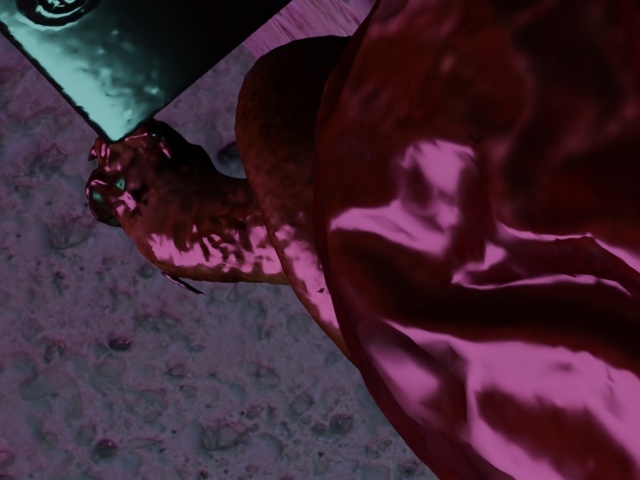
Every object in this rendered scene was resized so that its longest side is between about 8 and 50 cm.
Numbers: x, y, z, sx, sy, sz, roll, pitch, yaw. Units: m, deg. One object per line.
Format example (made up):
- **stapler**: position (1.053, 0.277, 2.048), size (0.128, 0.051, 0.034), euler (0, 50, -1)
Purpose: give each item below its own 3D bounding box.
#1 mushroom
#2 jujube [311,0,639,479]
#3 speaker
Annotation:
- **mushroom**: position (0.005, -0.008, 1.199), size (0.331, 0.356, 0.334), euler (90, 162, -71)
- **jujube**: position (0.138, 0.015, 0.396), size (0.342, 0.216, 0.216), euler (28, 162, 48)
- **speaker**: position (-0.144, -0.246, 1.117), size (0.184, 0.254, 0.232), euler (50, 179, 34)
